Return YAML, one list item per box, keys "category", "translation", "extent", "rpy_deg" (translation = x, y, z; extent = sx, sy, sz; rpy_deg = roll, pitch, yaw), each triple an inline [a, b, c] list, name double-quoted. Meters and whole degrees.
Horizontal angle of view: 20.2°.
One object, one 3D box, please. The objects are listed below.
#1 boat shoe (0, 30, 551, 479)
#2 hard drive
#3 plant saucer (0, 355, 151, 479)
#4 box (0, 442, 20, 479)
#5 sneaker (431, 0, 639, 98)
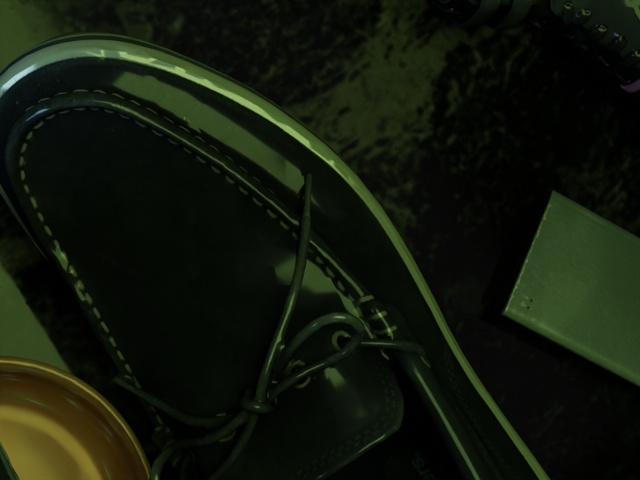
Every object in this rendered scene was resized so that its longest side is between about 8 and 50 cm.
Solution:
- category: "boat shoe"
  translation: [-0.014, 0.088, 1.052]
  extent: [0.187, 0.156, 0.500]
  rpy_deg: [-34, 102, 22]
- category: "hard drive"
  translation: [0.193, 0.038, 1.232]
  extent: [0.135, 0.022, 0.094]
  rpy_deg: [28, 76, -16]
- category: "plant saucer"
  translation: [-0.195, 0.169, 1.065]
  extent: [0.200, 0.037, 0.200]
  rpy_deg: [2, 83, -20]
- category: "box"
  translation: [-0.360, 0.185, 0.768]
  extent: [0.395, 0.293, 0.212]
  rpy_deg: [-40, 115, -43]
- category: "sneaker"
  translation: [0.164, -0.151, 1.202]
  extent: [0.147, 0.104, 0.296]
  rpy_deg: [-33, 91, -19]
